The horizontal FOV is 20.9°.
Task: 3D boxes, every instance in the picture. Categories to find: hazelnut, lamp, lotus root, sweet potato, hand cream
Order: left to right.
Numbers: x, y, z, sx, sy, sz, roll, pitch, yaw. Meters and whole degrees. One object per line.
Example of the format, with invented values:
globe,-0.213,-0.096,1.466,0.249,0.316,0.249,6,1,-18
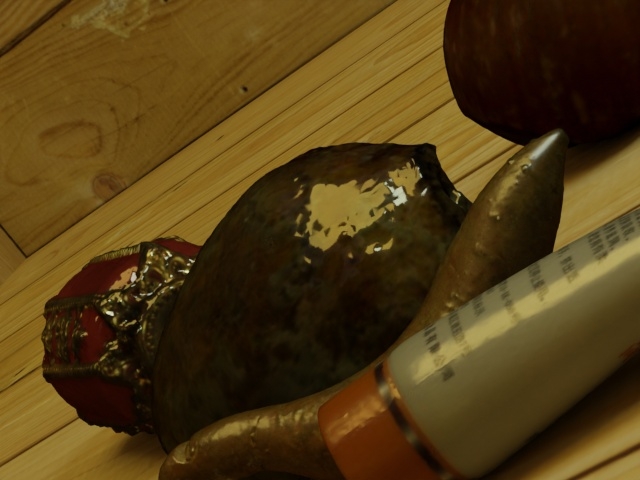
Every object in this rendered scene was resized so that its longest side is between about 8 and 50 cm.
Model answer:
lamp,-0.153,0.088,1.560,0.177,0.177,0.274,-42,10,-21
lotus root,-0.018,0.065,1.224,0.142,0.210,0.314,-33,-9,-47
sweet potato,0.050,0.080,1.090,0.346,0.108,0.079,-40,-20,11
hazelnut,0.193,-0.182,1.440,0.218,0.218,0.234,-37,13,3
hand cream,0.144,0.039,0.982,0.314,0.089,0.139,-38,-3,14
